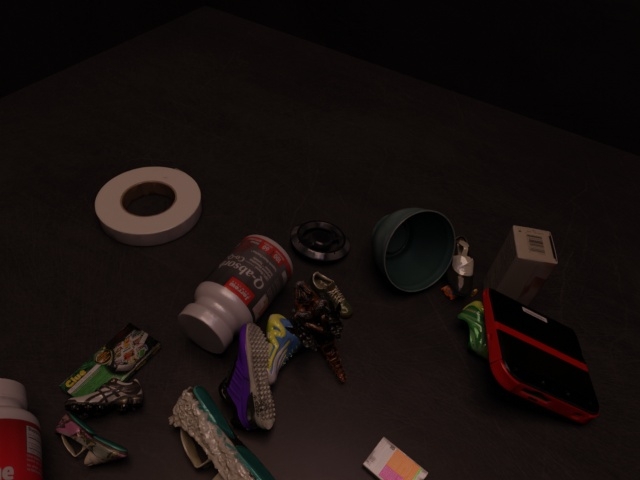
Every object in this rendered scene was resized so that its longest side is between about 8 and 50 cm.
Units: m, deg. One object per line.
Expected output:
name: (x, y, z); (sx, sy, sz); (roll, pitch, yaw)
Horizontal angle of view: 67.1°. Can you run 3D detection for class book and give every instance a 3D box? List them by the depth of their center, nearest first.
book: (0.197, 0.609, 1.281); (0.144, 0.035, 0.096); (34, 55, 24)

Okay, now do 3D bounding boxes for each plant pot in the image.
plant pot: (0.299, 0.010, 1.714); (0.293, 0.293, 0.196); (-17, 25, -21)

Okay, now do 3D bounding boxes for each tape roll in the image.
tape roll: (-0.655, -0.141, 1.858); (0.392, 0.072, 0.392); (3, 46, -3)

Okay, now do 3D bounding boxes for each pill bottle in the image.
pill bottle: (-0.765, 0.536, 1.100); (0.229, 0.229, 0.408); (-15, 50, -19)
pill bottle: (-0.261, 0.165, 1.522); (0.210, 0.210, 0.363); (25, 49, 16)

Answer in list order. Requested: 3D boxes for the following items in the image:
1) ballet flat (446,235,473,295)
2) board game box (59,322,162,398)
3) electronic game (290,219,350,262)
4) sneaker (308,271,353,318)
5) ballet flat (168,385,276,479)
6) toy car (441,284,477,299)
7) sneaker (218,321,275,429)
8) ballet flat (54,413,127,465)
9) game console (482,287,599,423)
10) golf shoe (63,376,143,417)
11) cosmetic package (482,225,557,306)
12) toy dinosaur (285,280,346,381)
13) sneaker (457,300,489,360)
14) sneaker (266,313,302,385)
ballet flat: (0.503, 0.076, 1.742); (0.095, 0.096, 0.280); (12, 36, 0)
board game box: (-0.608, 0.367, 1.416); (0.136, 0.030, 0.260); (29, 50, 16)
electronic game: (0.000, 0.000, 1.818); (0.229, 0.048, 0.229); (8, 41, -7)
sneaker: (0.034, 0.179, 1.627); (0.192, 0.086, 0.064); (38, 54, 26)
ballet flat: (-0.251, 0.554, 1.236); (0.147, 0.147, 0.409); (-30, 54, -30)
toy car: (0.497, 0.172, 1.720); (0.122, 0.040, 0.060); (-9, 48, -14)
sneaker: (-0.222, 0.379, 1.346); (0.146, 0.102, 0.293); (-15, 71, 20)
ballet flat: (-0.597, 0.527, 1.244); (0.221, 0.077, 0.079); (22, 66, 20)
game console: (0.667, 0.349, 1.481); (0.386, 0.060, 0.342); (26, 40, -14)
golf shoe: (-0.587, 0.422, 1.310); (0.198, 0.077, 0.094); (9, 47, -34)
cosmetic package: (0.661, 0.110, 1.624); (0.129, 0.296, 0.153); (10, 48, 1)
toy dinosaur: (0.006, 0.265, 1.479); (0.322, 0.218, 0.164); (43, 80, 12)
sneaker: (0.541, 0.340, 1.543); (0.123, 0.109, 0.295); (-32, 60, 13)
sneaker: (-0.108, 0.329, 1.468); (0.126, 0.091, 0.240); (7, 48, -6)
